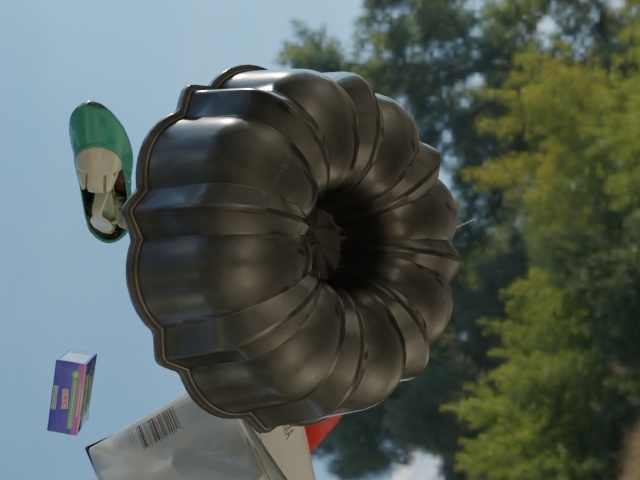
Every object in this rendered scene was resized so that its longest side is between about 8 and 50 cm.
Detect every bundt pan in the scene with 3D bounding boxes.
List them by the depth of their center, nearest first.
[{"bbox_3d":[0.000,0.000,1.063,0.330,0.124,0.331,6,-99,-41],"label":"bundt pan"}]

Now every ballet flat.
[{"bbox_3d":[-0.302,-0.082,1.735,0.247,0.083,0.087,89,180,-52],"label":"ballet flat"}]

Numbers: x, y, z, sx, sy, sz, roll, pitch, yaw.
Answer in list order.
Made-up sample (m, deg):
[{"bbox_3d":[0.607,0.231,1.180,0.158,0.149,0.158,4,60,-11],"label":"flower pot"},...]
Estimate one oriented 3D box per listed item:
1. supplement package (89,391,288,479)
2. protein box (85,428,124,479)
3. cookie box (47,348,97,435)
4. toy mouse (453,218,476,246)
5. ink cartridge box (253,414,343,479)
[{"bbox_3d":[-0.086,0.269,1.142,0.134,0.139,0.244,57,175,48],"label":"supplement package"},{"bbox_3d":[-0.228,0.374,1.903,0.201,0.136,0.200,-23,-36,-15],"label":"protein box"},{"bbox_3d":[-0.313,0.190,1.568,0.107,0.040,0.092,-132,50,-86],"label":"cookie box"},{"bbox_3d":[0.175,0.019,2.120,0.161,0.031,0.143,-12,-41,-36],"label":"toy mouse"},{"bbox_3d":[-0.040,0.222,1.415,0.261,0.066,0.296,-44,-31,-24],"label":"ink cartridge box"}]
